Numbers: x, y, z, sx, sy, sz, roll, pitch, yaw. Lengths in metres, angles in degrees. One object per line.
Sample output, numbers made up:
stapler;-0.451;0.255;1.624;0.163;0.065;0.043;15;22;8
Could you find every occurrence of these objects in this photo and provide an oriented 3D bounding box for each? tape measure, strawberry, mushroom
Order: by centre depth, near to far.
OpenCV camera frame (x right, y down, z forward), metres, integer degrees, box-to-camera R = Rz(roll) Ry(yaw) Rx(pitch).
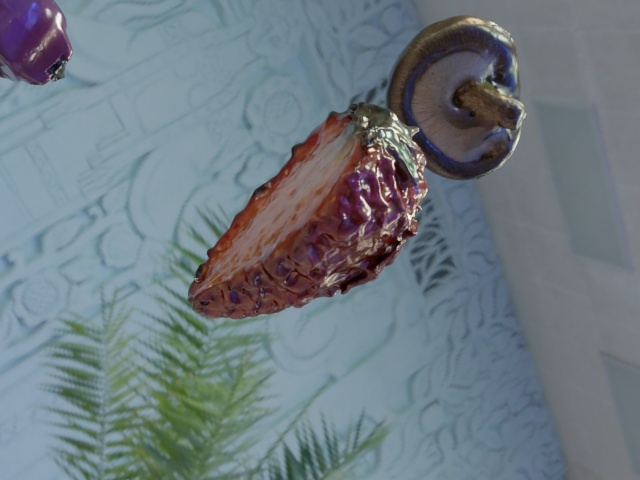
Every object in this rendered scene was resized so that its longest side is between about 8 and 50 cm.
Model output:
tape measure;-0.247;-0.169;0.712;0.118;0.074;0.125;28;-14;40
strawberry;0.000;0.000;0.786;0.111;0.236;0.190;40;23;-20
mushroom;0.191;-0.205;1.347;0.138;0.194;0.231;-70;162;-70
